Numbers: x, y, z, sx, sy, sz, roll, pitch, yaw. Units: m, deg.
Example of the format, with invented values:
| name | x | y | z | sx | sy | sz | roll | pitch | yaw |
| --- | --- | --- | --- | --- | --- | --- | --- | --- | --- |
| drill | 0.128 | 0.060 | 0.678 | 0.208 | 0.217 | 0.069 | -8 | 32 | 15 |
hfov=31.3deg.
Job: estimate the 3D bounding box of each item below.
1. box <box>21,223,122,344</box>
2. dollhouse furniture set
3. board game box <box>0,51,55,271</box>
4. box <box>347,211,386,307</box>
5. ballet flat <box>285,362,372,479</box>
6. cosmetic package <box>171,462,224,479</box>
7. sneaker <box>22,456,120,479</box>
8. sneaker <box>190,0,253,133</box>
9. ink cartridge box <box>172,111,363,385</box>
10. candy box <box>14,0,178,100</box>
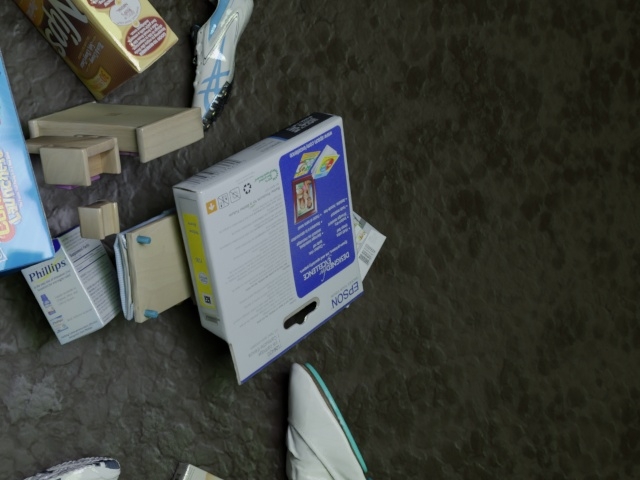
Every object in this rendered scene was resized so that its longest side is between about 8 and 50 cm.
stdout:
| name | x | y | z | sx | sy | sz | roll | pitch | yaw |
| --- | --- | --- | --- | --- | --- | --- | --- | --- | --- |
| box | -0.339 | 0.056 | 1.583 | 0.072 | 0.126 | 0.137 | -24 | 97 | 12 |
| dollhouse furniture set | -0.296 | -0.018 | 1.584 | 0.286 | 0.198 | 0.303 | -32 | 122 | -56 |
| board game box | -0.449 | -0.099 | 1.443 | 0.086 | 0.308 | 0.302 | -16 | 91 | -27 |
| box | 0.000 | 0.000 | 1.839 | 0.186 | 0.038 | 0.145 | 38 | 66 | -21 |
| ballet flat | 0.028 | 0.382 | 1.765 | 0.139 | 0.139 | 0.400 | -36 | 102 | -28 |
| cosmetic package | -0.166 | 0.378 | 1.693 | 0.115 | 0.041 | 0.060 | 29 | 70 | -23 |
| sneaker | -0.367 | 0.397 | 1.547 | 0.235 | 0.094 | 0.153 | -20 | 95 | -30 |
| sneaker | -0.169 | -0.278 | 1.764 | 0.086 | 0.085 | 0.237 | 14 | 79 | -1 |
| ink cartridge box | -0.065 | 0.005 | 1.685 | 0.303 | 0.072 | 0.307 | -33 | 127 | -42 |
| candy box | -0.358 | -0.359 | 1.599 | 0.087 | 0.183 | 0.316 | -45 | 106 | -25 |
